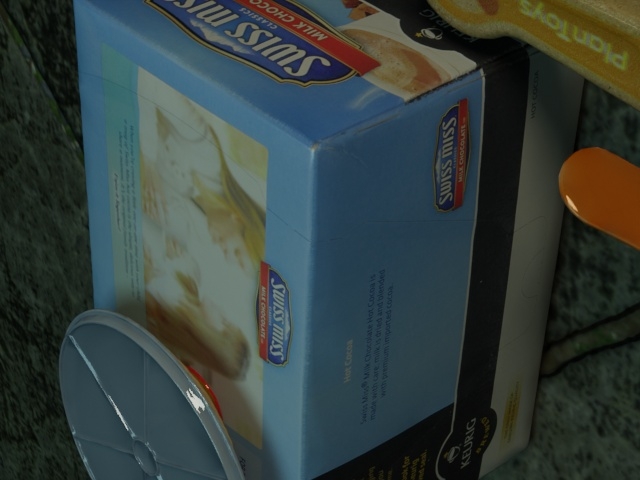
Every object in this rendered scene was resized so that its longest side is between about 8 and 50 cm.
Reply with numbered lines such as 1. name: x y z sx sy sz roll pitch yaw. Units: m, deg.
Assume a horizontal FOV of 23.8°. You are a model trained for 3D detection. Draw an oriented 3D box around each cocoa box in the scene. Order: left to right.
1. cocoa box: 0.000 0.000 0.987 0.231 0.228 0.347 35 137 37

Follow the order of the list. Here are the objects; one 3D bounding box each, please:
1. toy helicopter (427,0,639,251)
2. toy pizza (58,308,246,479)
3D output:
1. toy helicopter: 0.188 -0.071 0.761 0.355 0.140 0.235 35 147 29
2. toy pizza: -0.101 0.132 0.976 0.201 0.032 0.201 32 135 37
